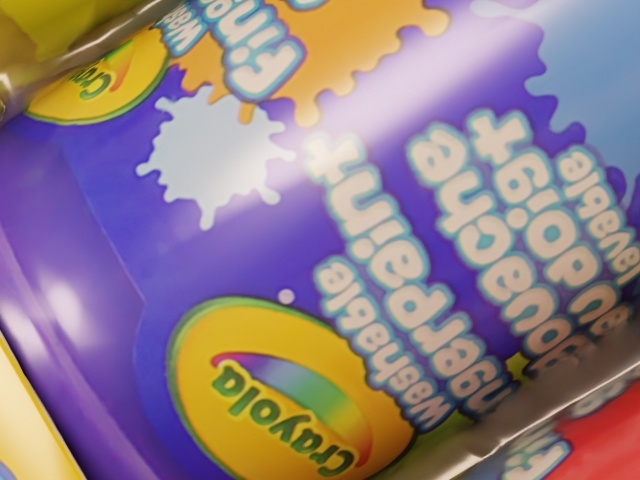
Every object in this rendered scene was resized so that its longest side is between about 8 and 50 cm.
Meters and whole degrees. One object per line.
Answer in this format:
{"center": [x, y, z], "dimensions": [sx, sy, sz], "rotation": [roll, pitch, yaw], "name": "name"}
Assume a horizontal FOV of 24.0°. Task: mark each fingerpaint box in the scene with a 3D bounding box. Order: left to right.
{"center": [0.000, 0.000, 0.403], "dimensions": [0.371, 0.163, 0.445], "rotation": [-32, 78, 4], "name": "fingerpaint box"}
